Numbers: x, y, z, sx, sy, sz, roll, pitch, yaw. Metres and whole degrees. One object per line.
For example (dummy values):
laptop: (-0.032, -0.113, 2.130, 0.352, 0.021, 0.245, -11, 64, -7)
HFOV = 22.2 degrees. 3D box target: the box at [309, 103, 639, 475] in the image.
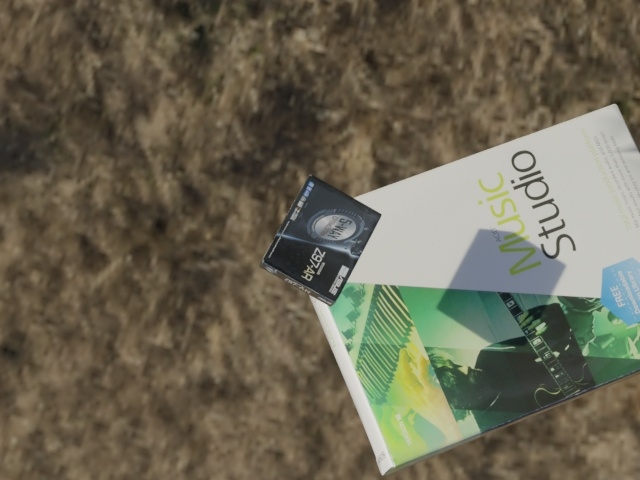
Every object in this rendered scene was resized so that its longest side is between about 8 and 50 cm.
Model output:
box: (0.159, 0.038, 1.417, 0.322, 0.232, 0.058, -21, 166, -11)

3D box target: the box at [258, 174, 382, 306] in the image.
box: (0.000, 0.000, 1.282, 0.067, 0.083, 0.018, 30, 163, -3)
